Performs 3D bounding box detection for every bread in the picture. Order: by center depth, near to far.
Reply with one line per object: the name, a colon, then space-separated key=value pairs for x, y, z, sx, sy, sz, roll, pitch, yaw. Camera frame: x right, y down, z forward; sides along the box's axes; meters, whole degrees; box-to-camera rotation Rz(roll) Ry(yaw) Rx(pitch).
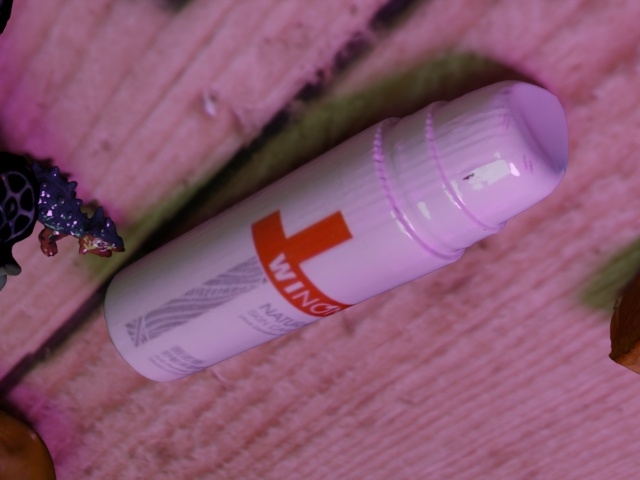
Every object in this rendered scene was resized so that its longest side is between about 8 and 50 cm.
bread: x=0.242 y=0.054 z=0.629 sx=0.083 sy=0.077 sz=0.070 roll=23 pitch=143 yaw=-3

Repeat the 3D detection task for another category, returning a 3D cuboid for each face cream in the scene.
face cream: x=0.000 y=0.000 z=0.634 sx=0.345 sy=0.102 sz=0.102 roll=-27 pitch=118 yaw=34

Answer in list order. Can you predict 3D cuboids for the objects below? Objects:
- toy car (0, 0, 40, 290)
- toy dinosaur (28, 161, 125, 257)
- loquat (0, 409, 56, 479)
toy car: x=-0.314 y=-0.104 z=0.573 sx=0.213 sy=0.176 sz=0.359 roll=5 pitch=115 yaw=14
toy dinosaur: x=-0.212 y=-0.032 z=0.703 sx=0.154 sy=0.049 sz=0.055 roll=36 pitch=129 yaw=-15
loquat: x=-0.364 y=0.254 z=0.893 sx=0.213 sy=0.213 sz=0.246 roll=36 pitch=130 yaw=-14
